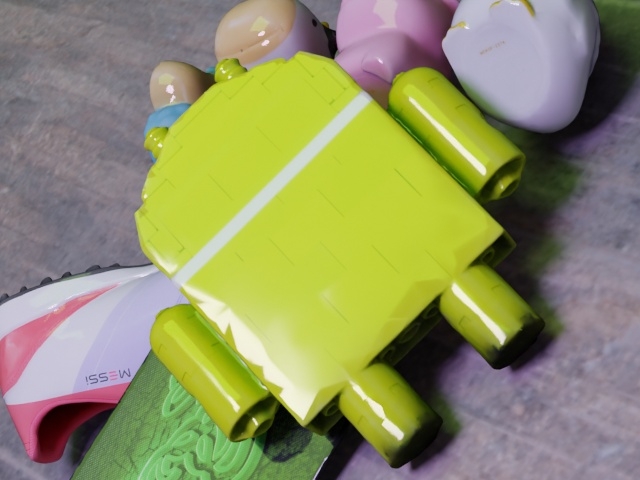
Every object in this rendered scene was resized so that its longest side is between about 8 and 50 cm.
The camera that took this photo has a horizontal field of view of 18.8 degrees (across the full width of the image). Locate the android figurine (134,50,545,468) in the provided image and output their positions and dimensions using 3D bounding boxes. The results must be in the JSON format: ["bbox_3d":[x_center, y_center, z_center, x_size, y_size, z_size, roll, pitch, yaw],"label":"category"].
[{"bbox_3d":[0.000,0.000,1.169,0.248,0.056,0.273,-46,67,2],"label":"android figurine"}]

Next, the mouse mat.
[{"bbox_3d":[-0.083,0.151,1.191,0.153,0.007,0.189,28,81,31],"label":"mouse mat"}]

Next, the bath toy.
[{"bbox_3d":[0.041,-0.114,1.299,0.348,0.151,0.129,-14,10,37],"label":"bath toy"}]

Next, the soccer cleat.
[{"bbox_3d":[-0.077,0.056,1.285,0.318,0.109,0.116,-19,71,23],"label":"soccer cleat"}]
